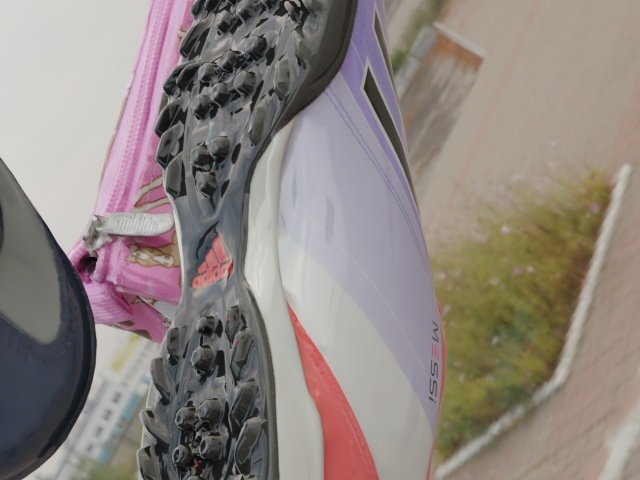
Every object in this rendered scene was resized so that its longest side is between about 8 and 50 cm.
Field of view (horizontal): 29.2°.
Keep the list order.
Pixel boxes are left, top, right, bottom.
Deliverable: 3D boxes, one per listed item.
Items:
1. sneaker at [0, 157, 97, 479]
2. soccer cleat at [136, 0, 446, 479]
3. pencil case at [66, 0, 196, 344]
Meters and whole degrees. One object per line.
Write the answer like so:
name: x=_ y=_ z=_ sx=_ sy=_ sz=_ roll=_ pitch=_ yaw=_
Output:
sneaker: x=-0.149 y=-0.045 z=0.261 sx=0.131 sy=0.319 sz=0.112 roll=3 pitch=50 yaw=53
soccer cleat: x=0.000 y=0.000 z=0.514 sx=0.108 sy=0.116 sz=0.318 roll=-21 pitch=58 yaw=45
pencil case: x=-0.045 y=-0.122 z=0.762 sx=0.167 sy=0.160 sz=0.386 roll=135 pitch=148 yaw=-82
